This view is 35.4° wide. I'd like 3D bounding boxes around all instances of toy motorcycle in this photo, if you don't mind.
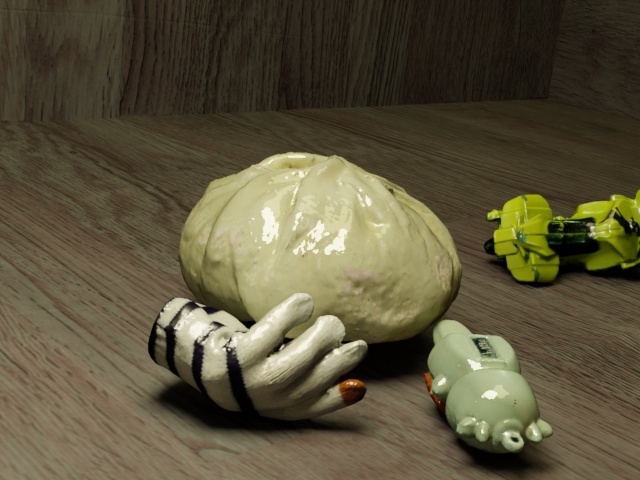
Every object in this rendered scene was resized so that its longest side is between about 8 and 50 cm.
[{"bbox_3d":[0.443,-0.005,1.654,0.342,0.142,0.206,-2,-19,-25],"label":"toy motorcycle"}]

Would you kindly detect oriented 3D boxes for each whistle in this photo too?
[{"bbox_3d":[0.170,0.157,1.098,0.102,0.106,0.253,33,15,-23],"label":"whistle"}]

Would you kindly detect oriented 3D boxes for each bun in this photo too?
[{"bbox_3d":[0.000,0.000,1.275,0.365,0.219,0.365,8,5,-1],"label":"bun"}]

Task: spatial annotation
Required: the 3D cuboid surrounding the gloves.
[{"bbox_3d":[-0.062,0.132,1.062,0.219,0.140,0.131,26,51,14],"label":"gloves"}]
